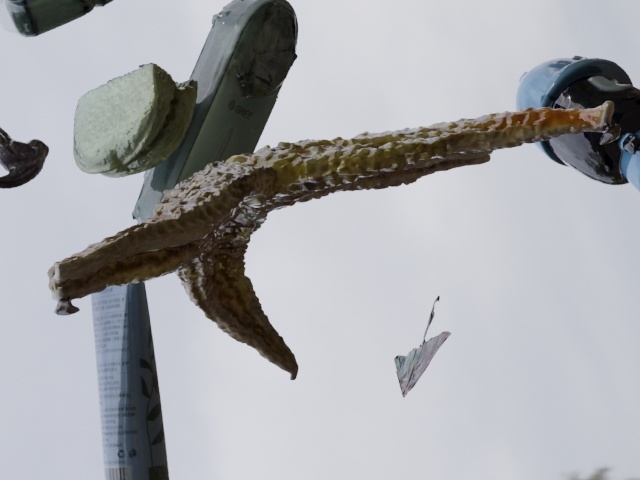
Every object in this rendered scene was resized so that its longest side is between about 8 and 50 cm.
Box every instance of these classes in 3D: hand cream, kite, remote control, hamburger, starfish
[{"bbox_3d":[-0.174,0.136,1.404,0.058,0.091,0.271,-4,-95,-35],"label":"hand cream"},{"bbox_3d":[0.130,0.136,1.984,0.011,0.139,0.156,32,-123,-18],"label":"kite"},{"bbox_3d":[-0.091,-0.103,1.366,0.247,0.052,0.104,-65,-26,0],"label":"remote control"},{"bbox_3d":[-0.162,-0.092,1.297,0.054,0.121,0.084,32,-125,-47],"label":"hamburger"},{"bbox_3d":[-0.005,-0.010,1.095,0.398,0.384,0.132,109,143,-72],"label":"starfish"}]

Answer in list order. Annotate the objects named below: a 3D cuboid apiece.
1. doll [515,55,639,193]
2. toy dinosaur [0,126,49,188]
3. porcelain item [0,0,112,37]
[{"bbox_3d":[0.352,-0.137,1.876,0.177,0.314,0.141,19,-78,-48],"label":"doll"},{"bbox_3d":[-0.420,-0.116,1.572,0.294,0.077,0.162,-8,-131,-27],"label":"toy dinosaur"},{"bbox_3d":[-0.327,-0.372,1.675,0.281,0.157,0.286,63,168,-15],"label":"porcelain item"}]
